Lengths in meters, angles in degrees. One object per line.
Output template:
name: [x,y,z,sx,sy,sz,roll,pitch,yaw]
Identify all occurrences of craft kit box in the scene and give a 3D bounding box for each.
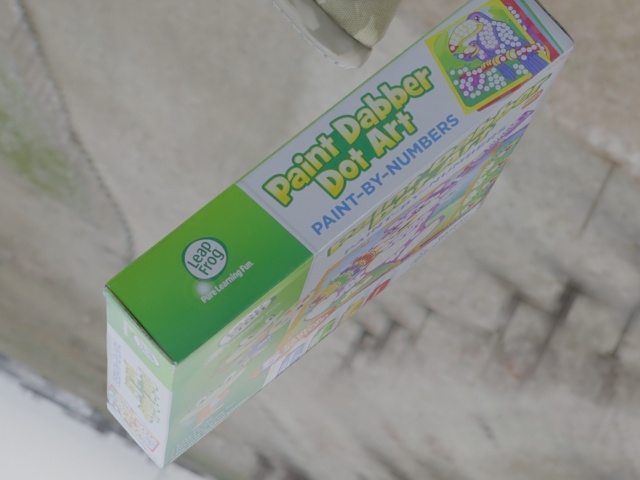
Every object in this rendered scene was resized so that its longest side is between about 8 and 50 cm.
craft kit box: [0.000,0.000,0.908,0.061,0.250,0.246,48,164,12]

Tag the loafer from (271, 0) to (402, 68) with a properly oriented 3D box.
loafer: [-0.039,-0.235,1.149,0.268,0.092,0.102,48,-174,-7]
